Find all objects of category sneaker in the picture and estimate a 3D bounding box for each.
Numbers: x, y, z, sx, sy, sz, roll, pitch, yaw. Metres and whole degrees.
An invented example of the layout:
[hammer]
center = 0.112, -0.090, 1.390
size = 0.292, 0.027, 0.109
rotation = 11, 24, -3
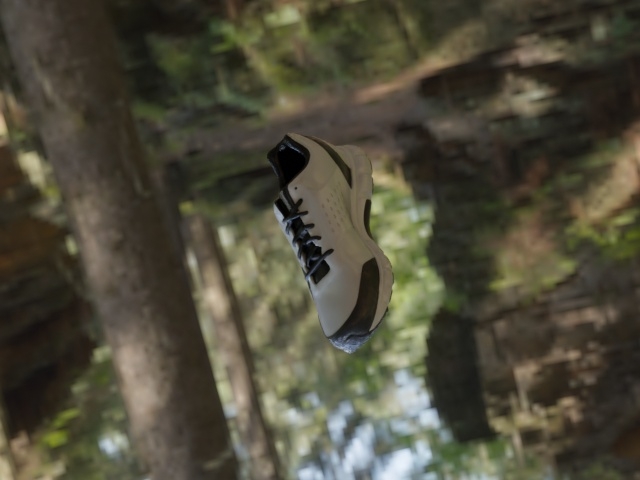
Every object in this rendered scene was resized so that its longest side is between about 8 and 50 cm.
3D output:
[sneaker]
center = 0.000, 0.000, 0.746
size = 0.040, 0.044, 0.109
rotation = -45, -141, 32
